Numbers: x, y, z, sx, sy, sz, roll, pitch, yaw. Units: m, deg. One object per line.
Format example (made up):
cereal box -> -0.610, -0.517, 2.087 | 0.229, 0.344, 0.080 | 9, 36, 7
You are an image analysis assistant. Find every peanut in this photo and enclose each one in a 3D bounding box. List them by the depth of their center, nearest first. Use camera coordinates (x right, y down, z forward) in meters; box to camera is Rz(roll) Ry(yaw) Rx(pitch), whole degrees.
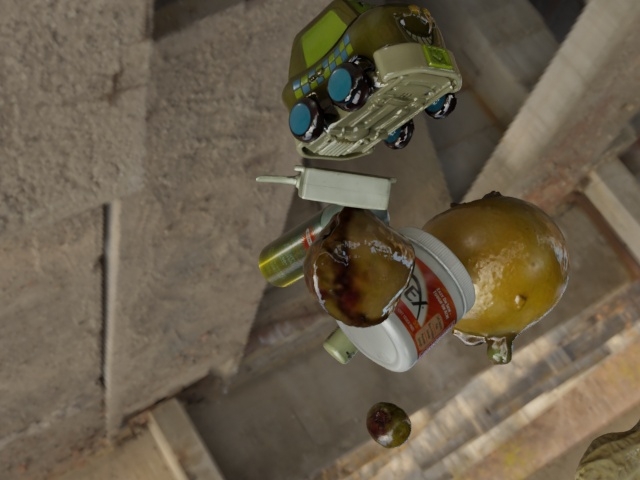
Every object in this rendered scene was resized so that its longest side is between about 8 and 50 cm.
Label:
peanut -> 0.623, 0.416, 1.796 | 0.298, 0.136, 0.120 | -34, 142, -5

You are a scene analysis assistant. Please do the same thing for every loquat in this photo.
loquat -> 0.349, 0.077, 1.883 | 0.329, 0.359, 0.328 | -5, 168, -1

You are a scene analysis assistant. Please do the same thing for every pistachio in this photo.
pistachio -> 0.043, 0.032, 1.180 | 0.131, 0.165, 0.210 | -16, 175, 29

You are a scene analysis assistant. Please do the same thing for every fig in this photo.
fig -> 0.129, 0.340, 1.647 | 0.084, 0.082, 0.098 | -4, 147, 33

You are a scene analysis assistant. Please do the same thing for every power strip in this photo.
power strip -> 0.007, -0.068, 1.127 | 0.175, 0.042, 0.075 | 8, -173, -3

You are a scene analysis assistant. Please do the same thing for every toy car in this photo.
toy car -> 0.052, -0.238, 1.233 | 0.204, 0.198, 0.248 | -1, 157, -43

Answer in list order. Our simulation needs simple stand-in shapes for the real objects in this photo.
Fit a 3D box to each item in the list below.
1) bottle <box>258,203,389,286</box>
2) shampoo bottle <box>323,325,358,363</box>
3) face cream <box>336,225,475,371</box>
bottle -> 0.000, 0.000, 1.452 | 0.082, 0.082, 0.286 | -20, 174, -36
shampoo bottle -> 0.084, 0.220, 2.227 | 0.162, 0.079, 0.079 | -47, 163, -10
face cream -> 0.143, 0.106, 1.630 | 0.187, 0.201, 0.201 | -40, 164, -22
